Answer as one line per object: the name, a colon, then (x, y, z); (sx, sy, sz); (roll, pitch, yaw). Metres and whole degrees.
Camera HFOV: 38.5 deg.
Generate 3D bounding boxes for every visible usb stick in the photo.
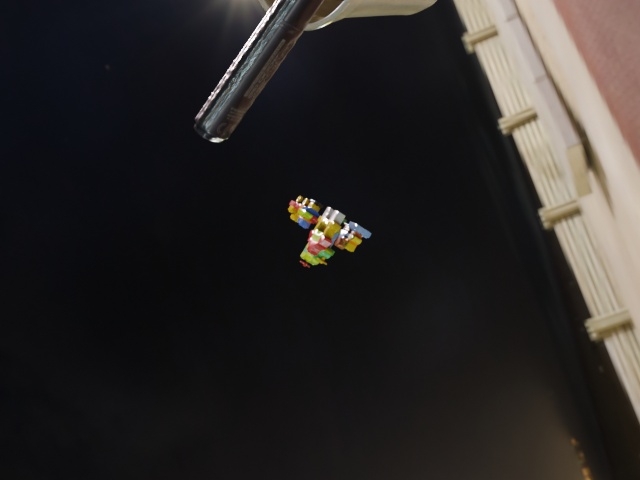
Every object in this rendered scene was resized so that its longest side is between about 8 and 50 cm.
usb stick: (-0.083, -0.259, 1.293); (0.045, 0.278, 0.077); (41, -166, 17)

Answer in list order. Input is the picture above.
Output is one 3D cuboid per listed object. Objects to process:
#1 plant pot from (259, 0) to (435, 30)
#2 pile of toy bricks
plant pot: (0.084, -0.558, 1.752); (0.305, 0.334, 0.334); (-5, -108, -43)
pile of toy bricks: (0.000, 0.000, 1.583); (0.118, 0.105, 0.212); (32, 178, -24)
